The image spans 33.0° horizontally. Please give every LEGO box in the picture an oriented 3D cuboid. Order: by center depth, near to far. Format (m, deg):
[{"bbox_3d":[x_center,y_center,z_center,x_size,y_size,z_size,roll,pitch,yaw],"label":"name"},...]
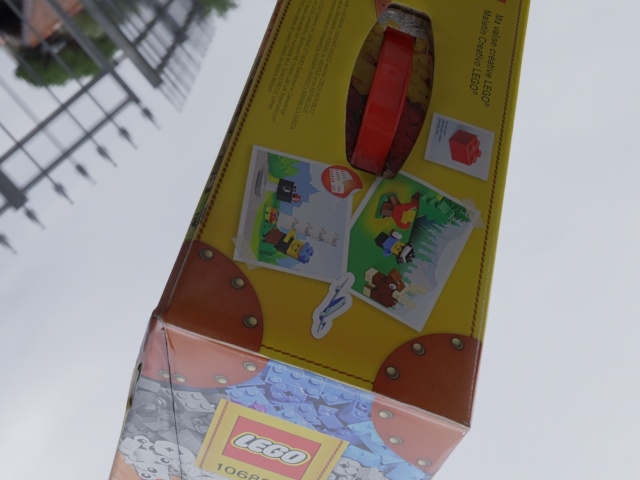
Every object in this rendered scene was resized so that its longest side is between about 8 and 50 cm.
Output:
[{"bbox_3d":[0.000,0.000,0.882,0.372,0.193,0.500,114,-6,-49],"label":"LEGO box"}]
